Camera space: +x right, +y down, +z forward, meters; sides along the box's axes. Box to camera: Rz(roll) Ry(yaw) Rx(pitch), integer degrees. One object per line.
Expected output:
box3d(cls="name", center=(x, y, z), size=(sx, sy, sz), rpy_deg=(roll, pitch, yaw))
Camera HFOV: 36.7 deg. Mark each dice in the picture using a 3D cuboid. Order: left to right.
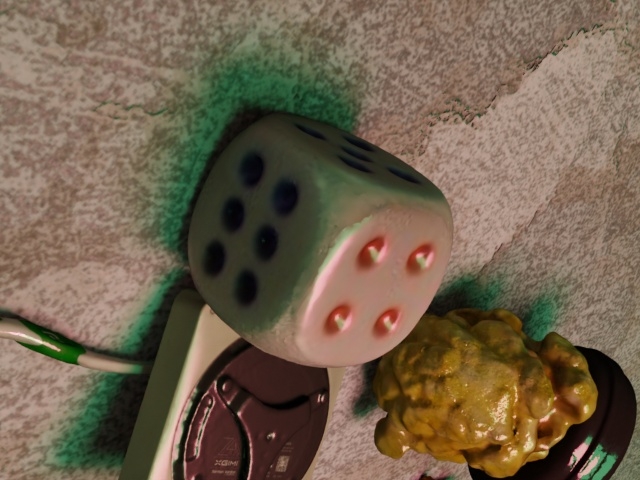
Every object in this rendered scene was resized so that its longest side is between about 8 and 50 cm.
box3d(cls="dice", center=(0.000, 0.000, 0.941), size=(0.192, 0.194, 0.193), rpy_deg=(5, 118, -46))

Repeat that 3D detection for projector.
box3d(cls="projector", center=(-0.082, 0.199, 1.049), size=(0.257, 0.079, 0.259), rpy_deg=(18, 90, -50))

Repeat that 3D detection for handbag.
box3d(cls="handbag", center=(0.325, 0.276, 1.387), size=(0.093, 0.308, 0.253), rpy_deg=(31, 68, -14))

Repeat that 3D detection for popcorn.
box3d(cls="popcorn", center=(0.200, 0.202, 1.260), size=(0.250, 0.235, 0.241), rpy_deg=(-2, 140, -27))

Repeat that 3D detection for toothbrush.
box3d(cls="toothbrush", center=(-0.260, 0.096, 0.892), size=(0.418, 0.042, 0.040), rpy_deg=(17, 98, -50))

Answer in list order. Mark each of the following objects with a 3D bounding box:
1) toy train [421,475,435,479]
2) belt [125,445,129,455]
box3d(cls="toy train", center=(0.176, 0.467, 1.537), size=(0.127, 0.089, 0.219), rpy_deg=(0, 120, -36))
box3d(cls="belt", center=(-0.121, 0.253, 1.134), size=(0.232, 0.053, 0.071), rpy_deg=(11, 108, -46))
